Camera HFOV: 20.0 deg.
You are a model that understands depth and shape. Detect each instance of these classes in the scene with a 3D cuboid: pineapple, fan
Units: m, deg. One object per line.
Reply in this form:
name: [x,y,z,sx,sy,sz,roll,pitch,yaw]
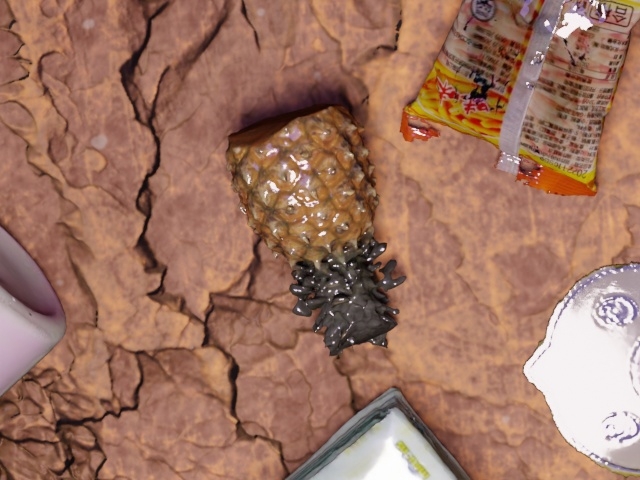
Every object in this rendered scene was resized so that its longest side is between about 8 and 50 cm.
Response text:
pineapple: [0.000,0.000,1.902,0.158,0.158,0.278,-15,102,8]
fan: [0.381,0.136,1.914,0.335,0.011,0.229,-1,92,9]

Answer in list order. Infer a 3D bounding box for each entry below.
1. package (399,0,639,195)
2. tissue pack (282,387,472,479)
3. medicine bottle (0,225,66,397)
package: [0.214,-0.194,1.862,0.223,0.108,0.288,22,111,15]
tissue pack: [0.021,0.385,1.895,0.388,0.162,0.287,-41,87,6]
medicine bottle: [-0.474,0.145,1.925,0.388,0.219,0.219,-43,86,8]
